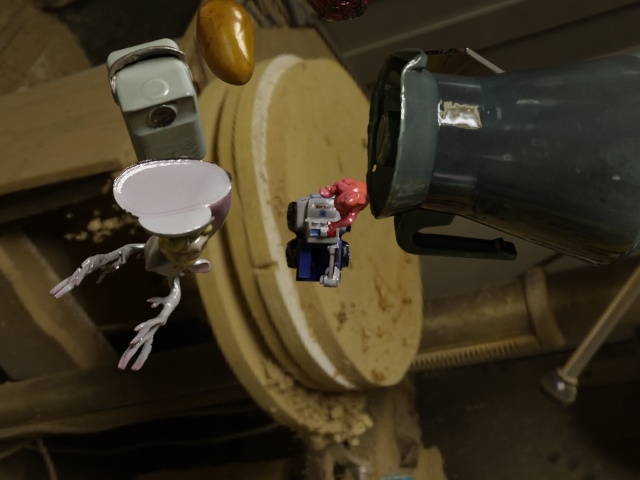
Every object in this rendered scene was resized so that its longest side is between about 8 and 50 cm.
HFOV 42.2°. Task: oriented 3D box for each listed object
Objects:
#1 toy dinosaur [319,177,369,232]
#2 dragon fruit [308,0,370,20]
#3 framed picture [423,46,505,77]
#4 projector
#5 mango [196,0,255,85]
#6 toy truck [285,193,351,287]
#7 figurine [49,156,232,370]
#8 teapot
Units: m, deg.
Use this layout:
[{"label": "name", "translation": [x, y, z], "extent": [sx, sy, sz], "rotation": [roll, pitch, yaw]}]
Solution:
[{"label": "toy dinosaur", "translation": [0.082, -0.084, 1.369], "extent": [0.286, 0.139, 0.070], "rotation": [-45, 113, -76]}, {"label": "dragon fruit", "translation": [0.044, -0.630, 2.066], "extent": [0.182, 0.182, 0.188], "rotation": [65, 26, -27]}, {"label": "framed picture", "translation": [0.327, -0.422, 2.049], "extent": [0.192, 0.265, 0.018], "rotation": [21, 85, -36]}, {"label": "projector", "translation": [-0.336, -0.281, 1.708], "extent": [0.242, 0.163, 0.177], "rotation": [89, -20, -55]}, {"label": "mango", "translation": [-0.210, -0.445, 1.878], "extent": [0.112, 0.145, 0.219], "rotation": [-2, 67, -44]}, {"label": "toy truck", "translation": [0.000, 0.000, 1.969], "extent": [0.177, 0.161, 0.213], "rotation": [-113, -155, -80]}, {"label": "figurine", "translation": [-0.300, 0.023, 1.407], "extent": [0.284, 0.206, 0.315], "rotation": [-44, 164, -33]}, {"label": "teapot", "translation": [0.154, -0.061, 0.684], "extent": [0.171, 0.225, 0.203], "rotation": [-91, -171, -46]}]
